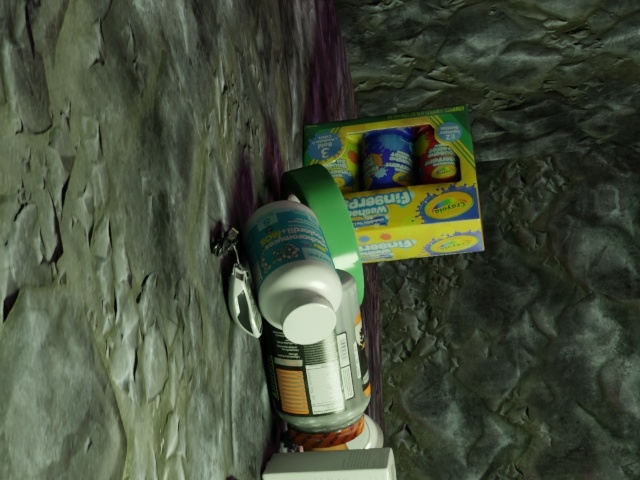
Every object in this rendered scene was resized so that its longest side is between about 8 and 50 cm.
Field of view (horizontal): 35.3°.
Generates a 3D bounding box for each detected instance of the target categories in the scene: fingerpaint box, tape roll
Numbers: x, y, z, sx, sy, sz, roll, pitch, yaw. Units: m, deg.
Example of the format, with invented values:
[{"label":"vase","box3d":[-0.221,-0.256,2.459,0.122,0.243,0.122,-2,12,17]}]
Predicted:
[{"label":"fingerpaint box","box3d":[0.182,-0.141,2.601,0.163,0.445,0.371,70,17,-56]},{"label":"tape roll","box3d":[0.000,0.000,2.133,0.321,0.077,0.321,164,-90,-77]}]

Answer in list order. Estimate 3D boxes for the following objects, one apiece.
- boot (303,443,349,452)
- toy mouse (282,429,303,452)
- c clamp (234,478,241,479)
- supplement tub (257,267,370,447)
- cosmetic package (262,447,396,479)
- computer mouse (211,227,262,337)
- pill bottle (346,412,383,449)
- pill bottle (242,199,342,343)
[{"label":"boot","box3d":[-0.002,0.366,2.159,0.283,0.109,0.220,-90,171,-47]},{"label":"toy mouse","box3d":[-0.056,0.429,2.028,0.161,0.031,0.143,73,14,-53]},{"label":"c clamp","box3d":[-0.131,0.440,1.553,0.137,0.022,0.160,73,14,-51]},{"label":"supplement tub","box3d":[-0.008,0.225,1.937,0.193,0.194,0.315,-67,151,-73]},{"label":"cosmetic package","box3d":[0.018,0.440,1.837,0.117,0.231,0.085,-41,125,-79]},{"label":"computer mouse","box3d":[-0.141,0.077,1.675,0.106,0.042,0.192,-84,160,-73]},{"label":"pill bottle","box3d":[0.087,0.507,2.595,0.229,0.131,0.131,57,28,-72]},{"label":"pill bottle","box3d":[-0.046,0.058,1.754,0.264,0.146,0.146,-111,-174,-49]}]
